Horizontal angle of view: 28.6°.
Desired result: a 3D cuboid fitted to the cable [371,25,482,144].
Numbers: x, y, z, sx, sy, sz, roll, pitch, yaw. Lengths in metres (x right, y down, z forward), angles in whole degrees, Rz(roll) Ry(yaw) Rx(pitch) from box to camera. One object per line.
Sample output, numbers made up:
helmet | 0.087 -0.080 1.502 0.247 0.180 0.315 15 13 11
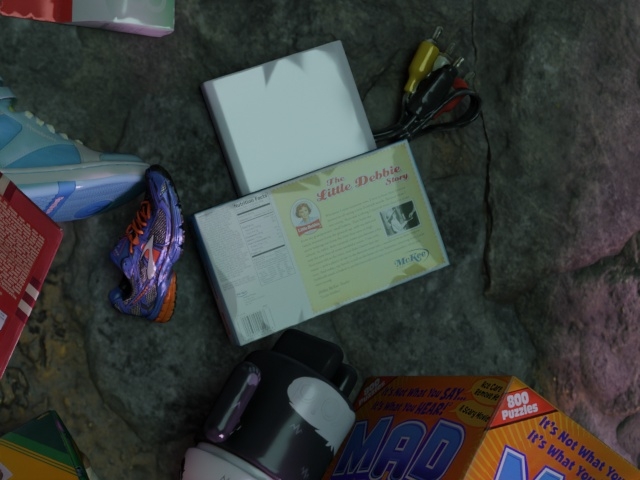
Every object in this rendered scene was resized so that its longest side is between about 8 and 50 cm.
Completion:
cable | 0.133 -0.178 1.876 0.287 0.072 0.139 -47 115 -11

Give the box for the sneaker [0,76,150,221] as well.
sneaker | -0.363 -0.133 1.562 0.319 0.127 0.208 -6 68 -45

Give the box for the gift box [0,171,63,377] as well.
gift box | -0.475 0.043 1.325 0.255 0.258 0.276 51 38 -28

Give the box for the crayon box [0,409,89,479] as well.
crayon box | -0.390 0.326 1.415 0.278 0.165 0.081 -30 122 -10

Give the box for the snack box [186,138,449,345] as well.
snack box | 0.000 0.000 1.708 0.322 0.060 0.187 -20 94 -17

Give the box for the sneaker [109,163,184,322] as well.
sneaker | -0.223 0.009 1.599 0.087 0.083 0.221 1 114 -17

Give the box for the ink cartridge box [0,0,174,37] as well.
ink cartridge box | -0.302 -0.373 1.659 0.225 0.056 0.181 4 82 -29

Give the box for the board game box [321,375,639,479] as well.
board game box | 0.200 0.420 1.653 0.356 0.356 0.356 36 69 -20

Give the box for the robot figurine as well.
robot figurine | -0.067 0.254 1.642 0.209 0.173 0.278 38 68 -13

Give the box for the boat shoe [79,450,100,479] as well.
boat shoe | -0.377 0.383 1.500 0.302 0.109 0.098 -43 123 -29

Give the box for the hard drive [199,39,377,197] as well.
hard drive | -0.018 -0.098 1.761 0.210 0.040 0.318 -20 94 -17

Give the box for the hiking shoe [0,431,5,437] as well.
hiking shoe | -0.446 0.207 1.494 0.114 0.086 0.227 -21 95 -31
